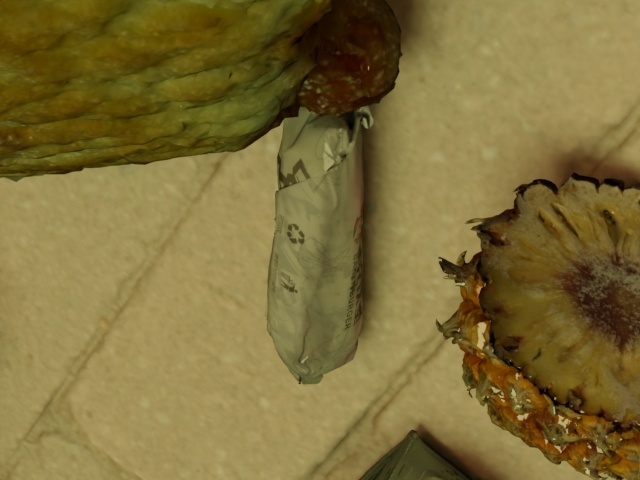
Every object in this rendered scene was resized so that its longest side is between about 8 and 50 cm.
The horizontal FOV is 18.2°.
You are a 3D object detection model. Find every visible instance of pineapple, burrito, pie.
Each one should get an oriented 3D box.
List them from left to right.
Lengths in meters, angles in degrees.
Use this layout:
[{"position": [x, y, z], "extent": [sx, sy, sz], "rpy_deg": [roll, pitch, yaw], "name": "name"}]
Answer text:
[{"position": [-0.163, -0.132, 0.905], "extent": [0.395, 0.418, 0.180], "rpy_deg": [-9, 81, 9], "name": "pie"}, {"position": [-0.001, -0.001, 1.148], "extent": [0.064, 0.064, 0.203], "rpy_deg": [17, 129, 16], "name": "burrito"}, {"position": [0.137, 0.065, 1.064], "extent": [0.176, 0.161, 0.137], "rpy_deg": [30, 142, 7], "name": "pineapple"}]

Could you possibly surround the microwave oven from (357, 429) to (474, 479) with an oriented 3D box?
[{"position": [0.083, 0.244, 1.234], "extent": [0.208, 0.122, 0.162], "rpy_deg": [40, 131, -4], "name": "microwave oven"}]
